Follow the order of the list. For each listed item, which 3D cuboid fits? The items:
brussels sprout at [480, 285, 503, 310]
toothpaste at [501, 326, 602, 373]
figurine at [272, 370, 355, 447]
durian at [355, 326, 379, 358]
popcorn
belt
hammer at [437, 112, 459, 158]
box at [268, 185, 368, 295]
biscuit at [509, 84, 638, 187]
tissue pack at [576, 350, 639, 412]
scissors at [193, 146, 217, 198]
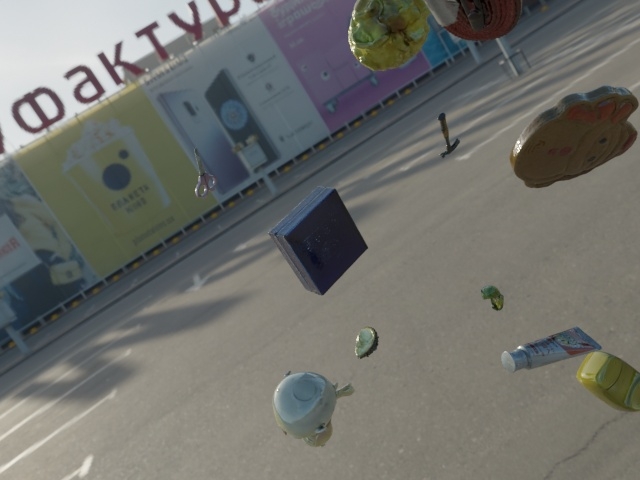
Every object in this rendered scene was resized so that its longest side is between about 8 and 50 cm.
[{"bbox_3d":[0.484,0.157,1.680,0.051,0.083,0.046,-49,31,-1],"label":"brussels sprout"},{"bbox_3d":[0.538,0.258,1.408,0.234,0.057,0.089,-11,32,-18],"label":"toothpaste"},{"bbox_3d":[-0.006,0.564,1.957,0.275,0.226,0.394,-23,-38,-12],"label":"figurine"},{"bbox_3d":[0.139,0.297,1.761,0.130,0.066,0.052,-74,-4,-51],"label":"durian"},{"bbox_3d":[0.170,-0.533,1.475,0.235,0.181,0.217,-50,-16,24],"label":"popcorn"},{"bbox_3d":[0.208,-0.369,0.831,0.128,0.201,0.124,-7,61,35],"label":"belt"},{"bbox_3d":[0.405,-0.343,1.925,0.078,0.021,0.201,-38,-33,-3],"label":"hammer"},{"bbox_3d":[0.000,0.000,2.090,0.261,0.279,0.116,-44,31,-22],"label":"box"},{"bbox_3d":[0.735,-0.286,1.710,0.381,0.074,0.359,-4,-35,-12],"label":"biscuit"},{"bbox_3d":[0.815,0.394,1.683,0.123,0.178,0.127,-55,7,-10],"label":"tissue pack"},{"bbox_3d":[-0.434,-0.253,2.209,0.021,0.212,0.110,20,48,27],"label":"scissors"}]
